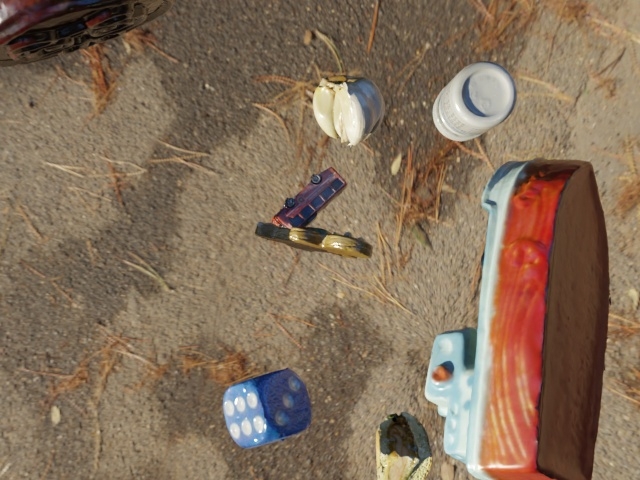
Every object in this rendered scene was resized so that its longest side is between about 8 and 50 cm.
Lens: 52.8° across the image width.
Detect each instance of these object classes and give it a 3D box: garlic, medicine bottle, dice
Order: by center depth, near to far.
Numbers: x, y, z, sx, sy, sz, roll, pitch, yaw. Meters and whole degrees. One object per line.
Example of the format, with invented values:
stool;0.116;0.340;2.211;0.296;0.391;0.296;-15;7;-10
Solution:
medicine bottle;0.247;-0.222;1.049;0.104;0.168;0.105;0;92;-1
dice;-0.114;0.366;1.403;0.143;0.146;0.147;-30;73;40
garlic;0.095;-0.365;1.825;0.184;0.281;0.203;-19;113;-27

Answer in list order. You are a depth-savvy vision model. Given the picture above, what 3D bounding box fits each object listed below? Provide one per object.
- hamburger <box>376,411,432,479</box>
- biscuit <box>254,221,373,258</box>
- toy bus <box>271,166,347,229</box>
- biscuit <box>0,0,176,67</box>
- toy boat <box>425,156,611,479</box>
hamburger;0.205;0.555;1.626;0.135;0.155;0.208;3;119;5
biscuit;0.000;0.000;1.468;0.301;0.196;0.049;8;84;50
toy bus;-0.032;-0.108;1.807;0.096;0.073;0.235;43;72;6
biscuit;-0.457;-0.413;1.200;0.407;0.407;0.091;-20;104;7
toy boat;0.184;0.061;0.611;0.133;0.145;0.332;-9;58;45
